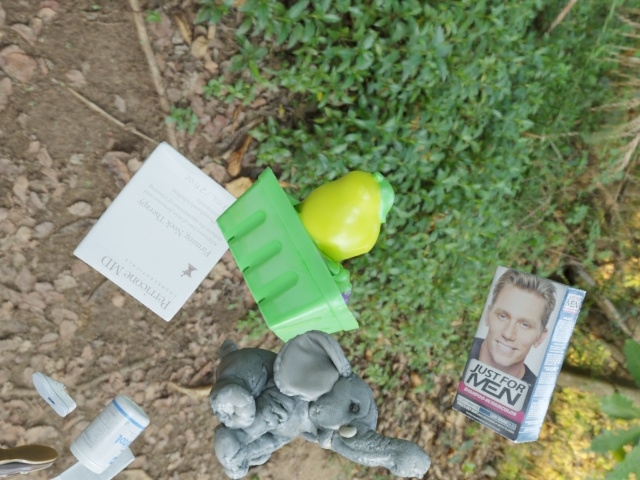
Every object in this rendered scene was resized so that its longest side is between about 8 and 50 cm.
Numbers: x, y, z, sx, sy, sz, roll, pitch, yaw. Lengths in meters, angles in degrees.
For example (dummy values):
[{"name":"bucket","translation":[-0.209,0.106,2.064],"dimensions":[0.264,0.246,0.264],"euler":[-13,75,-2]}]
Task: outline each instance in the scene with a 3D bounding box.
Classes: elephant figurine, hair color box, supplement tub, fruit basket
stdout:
[{"name":"elephant figurine","translation":[-0.008,0.202,0.747],"dimensions":[0.169,0.240,0.185],"euler":[88,-8,-85]},{"name":"hair color box","translation":[0.434,0.246,1.320],"dimensions":[0.105,0.174,0.347],"euler":[14,94,-44]},{"name":"supplement tub","translation":[-0.334,0.306,0.951],"dimensions":[0.107,0.071,0.071],"euler":[-48,146,-15]},{"name":"fruit basket","translation":[0.000,0.000,1.304],"dimensions":[0.392,0.392,0.283],"euler":[-61,160,-14]}]

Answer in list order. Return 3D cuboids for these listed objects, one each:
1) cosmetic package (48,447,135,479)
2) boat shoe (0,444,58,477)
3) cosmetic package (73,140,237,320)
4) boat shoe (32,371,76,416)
[{"name":"cosmetic package","translation":[-0.647,0.653,1.697],"dimensions":[0.060,0.098,0.239],"euler":[-32,178,26]},{"name":"boat shoe","translation":[-0.829,0.604,1.621],"dimensions":[0.207,0.073,0.073],"euler":[14,105,-40]},{"name":"cosmetic package","translation":[-0.443,-0.030,1.783],"dimensions":[0.393,0.329,0.327],"euler":[-52,-172,-2]},{"name":"boat shoe","translation":[-0.494,0.281,1.111],"dimensions":[0.035,0.100,0.035],"euler":[-53,169,32]}]
